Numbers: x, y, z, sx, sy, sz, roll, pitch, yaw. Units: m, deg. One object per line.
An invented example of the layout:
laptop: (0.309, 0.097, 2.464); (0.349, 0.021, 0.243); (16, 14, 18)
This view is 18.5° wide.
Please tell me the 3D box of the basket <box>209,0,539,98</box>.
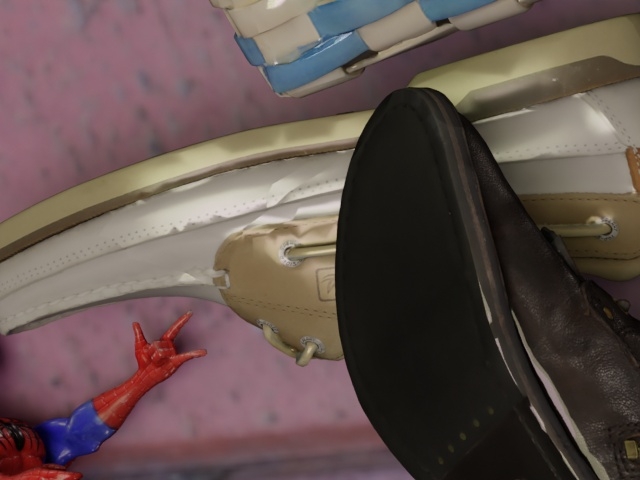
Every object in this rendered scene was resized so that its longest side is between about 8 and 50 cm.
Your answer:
basket: (0.024, -0.219, 0.714); (0.254, 0.201, 0.289); (-19, 102, 19)

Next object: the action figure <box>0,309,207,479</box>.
action figure: (-0.095, 0.139, 0.827); (0.139, 0.091, 0.280); (-40, 63, 29)

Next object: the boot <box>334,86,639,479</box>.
boot: (0.140, 0.056, 0.725); (0.091, 0.229, 0.263); (-41, 65, 52)

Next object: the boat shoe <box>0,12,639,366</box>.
boat shoe: (0.000, 0.000, 0.800); (0.302, 0.113, 0.103); (-17, 91, 15)
